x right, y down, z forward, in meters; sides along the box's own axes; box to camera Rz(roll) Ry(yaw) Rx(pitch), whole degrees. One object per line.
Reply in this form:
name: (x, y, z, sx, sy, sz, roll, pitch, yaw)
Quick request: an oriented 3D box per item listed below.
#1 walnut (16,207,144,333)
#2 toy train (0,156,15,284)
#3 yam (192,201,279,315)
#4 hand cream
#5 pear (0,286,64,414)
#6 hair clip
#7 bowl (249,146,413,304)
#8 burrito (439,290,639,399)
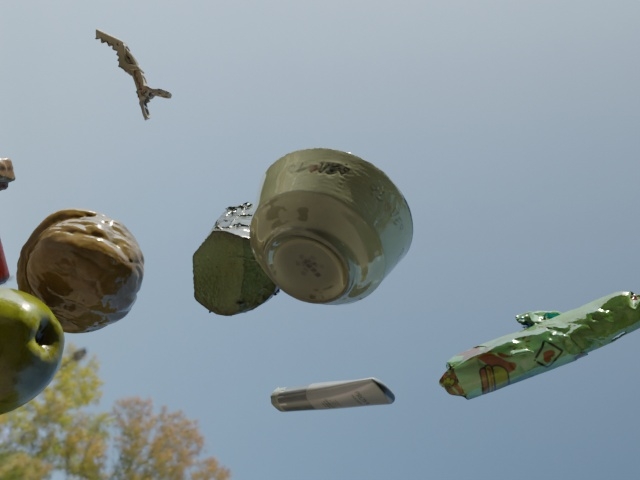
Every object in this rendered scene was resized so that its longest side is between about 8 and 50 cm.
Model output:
walnut: (-0.537, 0.067, 1.769, 0.296, 0.285, 0.285, -4, -84, 55)
toy train: (-0.538, -0.024, 0.993, 0.369, 0.163, 0.232, -13, -88, 23)
yam: (-0.152, 0.037, 1.631, 0.201, 0.271, 0.202, 1, -79, 16)
hand cream: (0.019, 0.288, 1.474, 0.255, 0.079, 0.048, -13, -132, 36)
pear: (-0.657, 0.218, 1.547, 0.307, 0.253, 0.253, -14, -92, 10)
hair clip: (-0.371, -0.345, 1.560, 0.072, 0.034, 0.226, -34, -104, 5)
bowl: (0.000, 0.000, 1.093, 0.237, 0.126, 0.238, 12, -49, 15)
burrito: (0.277, 0.119, 0.987, 0.104, 0.288, 0.054, -108, 177, -68)
